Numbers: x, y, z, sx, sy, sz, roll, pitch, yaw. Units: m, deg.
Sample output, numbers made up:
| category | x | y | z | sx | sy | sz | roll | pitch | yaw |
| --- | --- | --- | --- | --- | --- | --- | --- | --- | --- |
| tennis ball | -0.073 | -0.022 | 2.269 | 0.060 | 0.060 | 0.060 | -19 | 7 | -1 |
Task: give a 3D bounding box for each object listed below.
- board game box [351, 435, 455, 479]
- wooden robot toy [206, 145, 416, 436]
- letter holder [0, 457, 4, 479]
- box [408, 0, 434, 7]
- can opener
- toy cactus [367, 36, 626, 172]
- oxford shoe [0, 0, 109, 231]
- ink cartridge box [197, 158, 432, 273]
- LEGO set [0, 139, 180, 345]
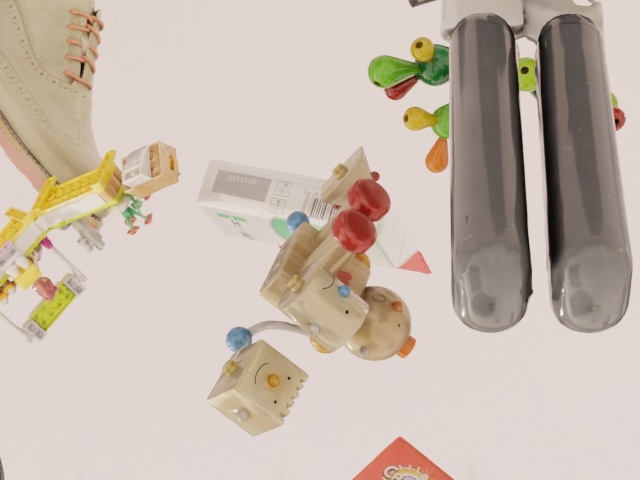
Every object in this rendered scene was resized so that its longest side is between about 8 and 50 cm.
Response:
| category | x | y | z | sx | sy | sz | roll | pitch | yaw |
| --- | --- | --- | --- | --- | --- | --- | --- | --- | --- |
| board game box | 0.160 | 0.321 | 1.137 | 0.064 | 0.242 | 0.316 | -42 | -40 | -15 |
| wooden robot toy | 0.017 | 0.029 | 0.649 | 0.079 | 0.173 | 0.076 | 40 | -51 | -13 |
| letter holder | -0.176 | 0.212 | 0.305 | 0.214 | 0.152 | 0.302 | -18 | -75 | -45 |
| box | 0.136 | -0.351 | 1.444 | 0.147 | 0.180 | 0.077 | -15 | -23 | 9 |
| can opener | 0.089 | -0.089 | 0.601 | 0.076 | 0.283 | 0.095 | 0 | -47 | 5 |
| toy cactus | 0.155 | -0.139 | 1.240 | 0.219 | 0.180 | 0.112 | 0 | -61 | 8 |
| oxford shoe | -0.291 | -0.192 | 1.470 | 0.146 | 0.397 | 0.140 | -30 | -19 | 6 |
| ink cartridge box | 0.000 | 0.000 | 1.376 | 0.181 | 0.056 | 0.225 | 11 | -20 | 20 |
| LEGO set | -0.231 | 0.015 | 1.316 | 0.287 | 0.132 | 0.107 | -39 | -60 | 4 |
